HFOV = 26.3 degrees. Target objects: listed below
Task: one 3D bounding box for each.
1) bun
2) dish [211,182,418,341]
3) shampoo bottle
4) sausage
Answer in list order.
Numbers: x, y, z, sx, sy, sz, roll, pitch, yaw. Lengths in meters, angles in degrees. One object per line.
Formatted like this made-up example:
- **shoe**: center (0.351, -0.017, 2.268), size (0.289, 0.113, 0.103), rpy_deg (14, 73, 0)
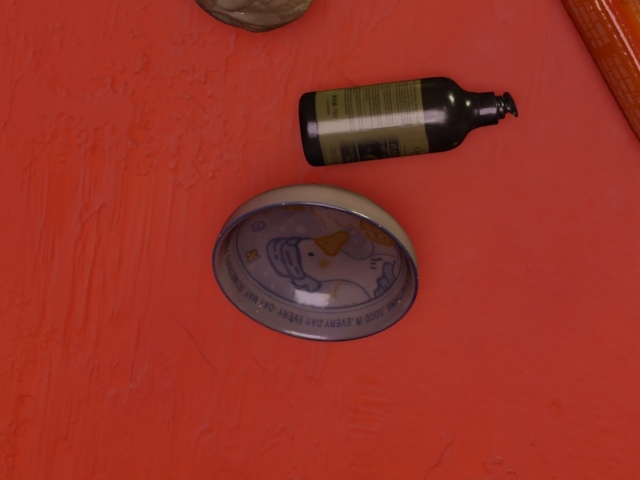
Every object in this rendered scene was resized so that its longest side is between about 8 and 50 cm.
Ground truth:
- **bun**: center (-0.105, -0.338, 1.755), size (0.195, 0.195, 0.118), rpy_deg (27, 83, 1)
- **dish**: center (0.000, 0.000, 1.826), size (0.273, 0.134, 0.273), rpy_deg (6, 139, 5)
- **shampoo bottle**: center (0.116, -0.161, 1.808), size (0.284, 0.101, 0.101), rpy_deg (-6, 98, 6)
- **sausage**: center (0.414, -0.219, 1.777), size (0.093, 0.093, 0.312), rpy_deg (-29, 96, 9)
